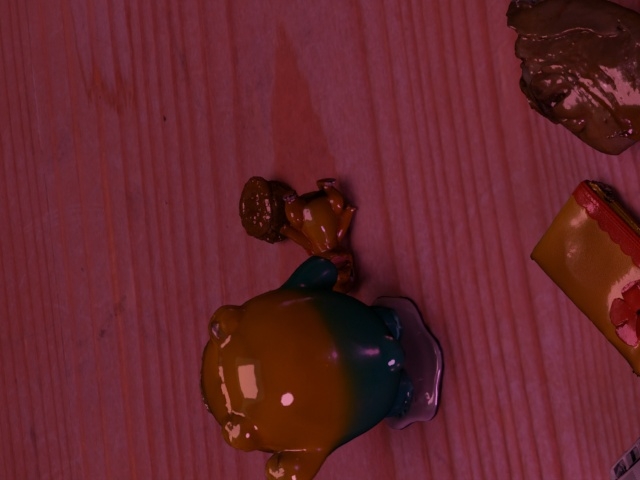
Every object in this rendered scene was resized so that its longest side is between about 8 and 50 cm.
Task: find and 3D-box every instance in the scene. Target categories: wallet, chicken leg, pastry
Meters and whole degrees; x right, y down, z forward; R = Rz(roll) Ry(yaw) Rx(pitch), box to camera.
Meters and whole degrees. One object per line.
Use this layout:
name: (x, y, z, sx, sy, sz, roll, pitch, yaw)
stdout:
wallet: (0.368, 0.044, 1.897, 0.241, 0.067, 0.141, 50, 124, 36)
chicken leg: (0.411, -0.195, 1.788, 0.429, 0.152, 0.201, 8, 90, 41)
pastry: (-0.083, -0.049, 2.419, 0.097, 0.057, 0.109, -37, 62, 49)

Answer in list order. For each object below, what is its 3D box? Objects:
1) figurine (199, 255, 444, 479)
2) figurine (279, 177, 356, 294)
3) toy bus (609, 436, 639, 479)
figurine: (-0.008, 0.180, 2.123, 0.231, 0.340, 0.324, -20, 78, 47)
figurine: (0.000, 0.002, 2.311, 0.122, 0.121, 0.176, 141, 110, -74)
toy bus: (0.426, 0.253, 1.825, 0.194, 0.087, 0.089, -55, 43, 36)
